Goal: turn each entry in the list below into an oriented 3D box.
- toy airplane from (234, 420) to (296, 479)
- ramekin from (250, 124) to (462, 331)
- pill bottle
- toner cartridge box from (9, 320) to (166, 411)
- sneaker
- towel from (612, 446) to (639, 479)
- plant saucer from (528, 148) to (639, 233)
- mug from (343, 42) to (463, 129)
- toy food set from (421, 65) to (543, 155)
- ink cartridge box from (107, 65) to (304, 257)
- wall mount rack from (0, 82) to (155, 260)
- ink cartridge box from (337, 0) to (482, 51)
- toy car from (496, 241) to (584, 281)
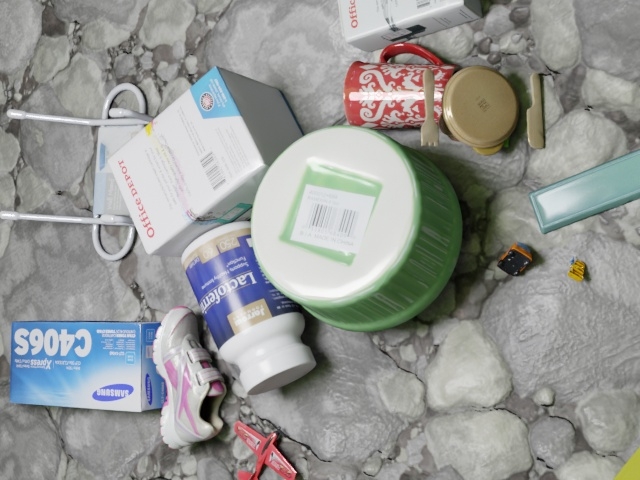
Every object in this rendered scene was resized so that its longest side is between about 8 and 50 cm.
[{"bbox_3d":[-0.101,0.381,1.532,0.151,0.028,0.151,-3,84,32],"label":"toy airplane"},{"bbox_3d":[0.045,-0.023,1.329,0.303,0.148,0.303,-7,74,24],"label":"ramekin"},{"bbox_3d":[-0.117,0.113,1.490,0.153,0.153,0.264,-35,70,24],"label":"pill bottle"},{"bbox_3d":[-0.453,0.237,1.727,0.348,0.075,0.165,-4,86,30],"label":"toner cartridge box"},{"bbox_3d":[-0.220,0.240,1.581,0.111,0.103,0.252,-7,89,26],"label":"sneaker"},{"bbox_3d":[0.443,0.357,1.126,0.102,0.021,0.237,-54,20,9],"label":"towel"},{"bbox_3d":[0.393,-0.073,1.277,0.192,0.018,0.067,-23,75,28],"label":"plant saucer"},{"bbox_3d":[0.136,-0.243,1.391,0.169,0.113,0.150,4,90,28],"label":"mug"},{"bbox_3d":[0.233,-0.192,1.321,0.038,0.192,0.132,167,103,-75],"label":"toy food set"},{"bbox_3d":[-0.178,-0.120,1.516,0.270,0.197,0.198,-35,71,24],"label":"ink cartridge box"},{"bbox_3d":[-0.464,-0.140,1.728,0.304,0.130,0.350,3,87,31],"label":"wall mount rack"},{"bbox_3d":[0.136,-0.402,1.413,0.208,0.087,0.153,-10,82,29],"label":"ink cartridge box"},{"bbox_3d":[0.324,0.036,1.311,0.122,0.060,0.040,21,53,14],"label":"toy car"}]
